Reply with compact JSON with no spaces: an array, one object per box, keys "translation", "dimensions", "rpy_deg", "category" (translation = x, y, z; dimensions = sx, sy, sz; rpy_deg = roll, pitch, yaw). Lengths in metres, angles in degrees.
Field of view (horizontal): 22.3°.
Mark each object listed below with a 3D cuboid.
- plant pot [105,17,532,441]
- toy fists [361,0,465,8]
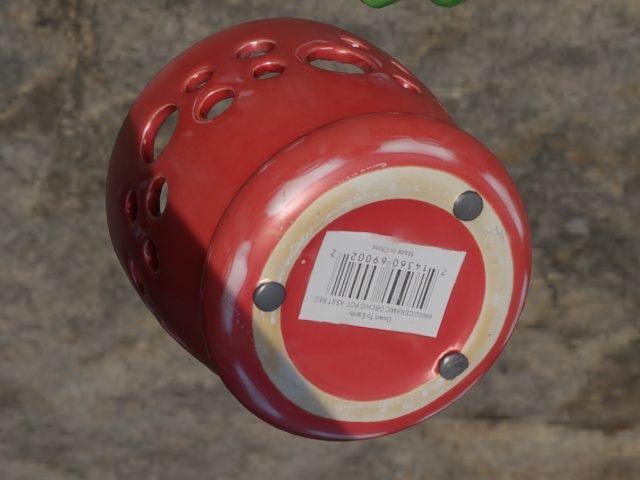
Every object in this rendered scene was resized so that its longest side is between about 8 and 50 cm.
[{"translation":[0.000,0.000,0.827],"dimensions":[0.191,0.174,0.191],"rpy_deg":[-8,116,-17],"category":"plant pot"},{"translation":[-0.012,-0.206,0.705],"dimensions":[0.279,0.096,0.142],"rpy_deg":[33,140,-24],"category":"toy fists"}]
